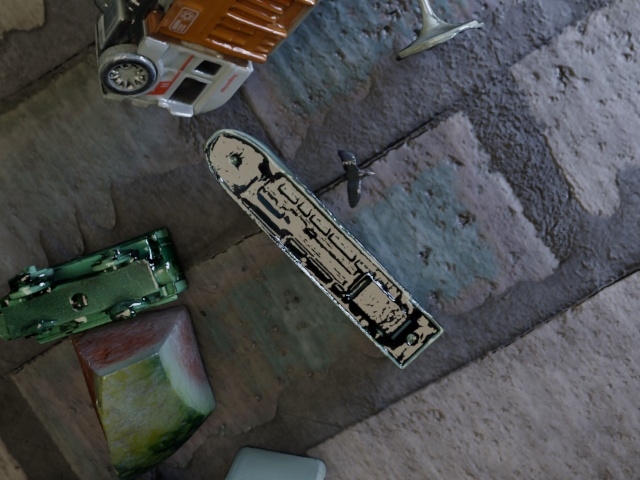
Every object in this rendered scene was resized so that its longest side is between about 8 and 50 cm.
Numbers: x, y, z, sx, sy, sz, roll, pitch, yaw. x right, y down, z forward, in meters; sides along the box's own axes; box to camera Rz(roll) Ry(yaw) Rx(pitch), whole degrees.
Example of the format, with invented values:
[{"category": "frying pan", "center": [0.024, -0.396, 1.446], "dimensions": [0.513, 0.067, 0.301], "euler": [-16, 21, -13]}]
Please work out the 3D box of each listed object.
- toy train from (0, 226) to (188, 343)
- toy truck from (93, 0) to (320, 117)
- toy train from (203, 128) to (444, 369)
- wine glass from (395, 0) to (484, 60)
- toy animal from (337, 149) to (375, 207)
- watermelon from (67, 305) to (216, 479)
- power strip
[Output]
[{"category": "toy train", "center": [-0.317, 0.063, 1.124], "dimensions": [0.269, 0.154, 0.115], "euler": [-19, 98, 8]}, {"category": "toy truck", "center": [-0.114, -0.314, 0.966], "dimensions": [0.387, 0.207, 0.173], "euler": [-40, 50, 38]}, {"category": "toy train", "center": [0.000, 0.000, 1.120], "dimensions": [0.086, 0.088, 0.407], "euler": [-43, 93, 8]}, {"category": "wine glass", "center": [0.111, -0.356, 1.026], "dimensions": [0.156, 0.156, 0.232], "euler": [-21, 100, 8]}, {"category": "toy animal", "center": [0.052, -0.090, 1.131], "dimensions": [0.050, 0.028, 0.084], "euler": [-14, 95, 8]}, {"category": "watermelon", "center": [-0.268, 0.212, 1.138], "dimensions": [0.193, 0.231, 0.310], "euler": [-12, 142, 4]}, {"category": "power strip", "center": [-0.077, 0.402, 1.124], "dimensions": [0.139, 0.224, 0.140], "euler": [10, 100, 3]}]
